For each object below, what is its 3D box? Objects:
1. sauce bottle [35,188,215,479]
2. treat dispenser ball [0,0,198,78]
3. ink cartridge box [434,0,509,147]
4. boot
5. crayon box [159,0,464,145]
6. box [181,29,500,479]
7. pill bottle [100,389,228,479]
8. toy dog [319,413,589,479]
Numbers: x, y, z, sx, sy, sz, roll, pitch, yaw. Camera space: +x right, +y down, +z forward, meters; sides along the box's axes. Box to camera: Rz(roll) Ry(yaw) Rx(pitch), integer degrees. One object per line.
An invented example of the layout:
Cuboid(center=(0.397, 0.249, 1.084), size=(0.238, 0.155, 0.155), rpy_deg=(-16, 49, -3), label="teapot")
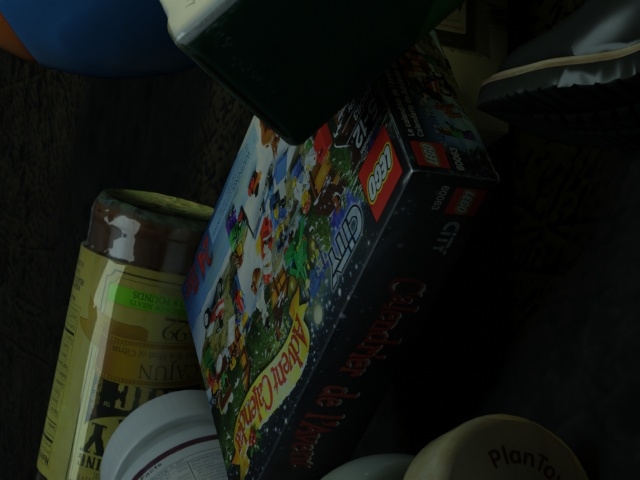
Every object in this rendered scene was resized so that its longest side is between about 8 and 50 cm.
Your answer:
Cuboid(center=(-0.129, 0.143, 1.267), size=(0.111, 0.111, 0.344), rpy_deg=(-149, 69, -67), label="sauce bottle")
Cuboid(center=(-0.122, -0.241, 1.164), size=(0.288, 0.288, 0.288), rpy_deg=(-170, 90, -68), label="treat dispenser ball")
Cuboid(center=(0.046, -0.091, 0.987), size=(0.104, 0.060, 0.180), rpy_deg=(144, 132, -60), label="ink cartridge box")
Cuboid(center=(0.144, -0.115, 0.757), size=(0.198, 0.077, 0.137), rpy_deg=(-10, 66, 53), label="boot")
Cuboid(center=(0.058, -0.214, 0.839), size=(0.323, 0.083, 0.203), rpy_deg=(-41, 36, 11), label="crayon box")
Cuboid(center=(0.000, 0.000, 0.924), size=(0.159, 0.044, 0.233), rpy_deg=(-108, 32, -43), label="box")
Cuboid(center=(-0.048, 0.173, 1.029), size=(0.221, 0.121, 0.121), rpy_deg=(-128, 51, -62), label="pill bottle")
Cuboid(center=(0.017, 0.217, 0.793), size=(0.220, 0.161, 0.333), rpy_deg=(120, 151, -42), label="toy dog")
